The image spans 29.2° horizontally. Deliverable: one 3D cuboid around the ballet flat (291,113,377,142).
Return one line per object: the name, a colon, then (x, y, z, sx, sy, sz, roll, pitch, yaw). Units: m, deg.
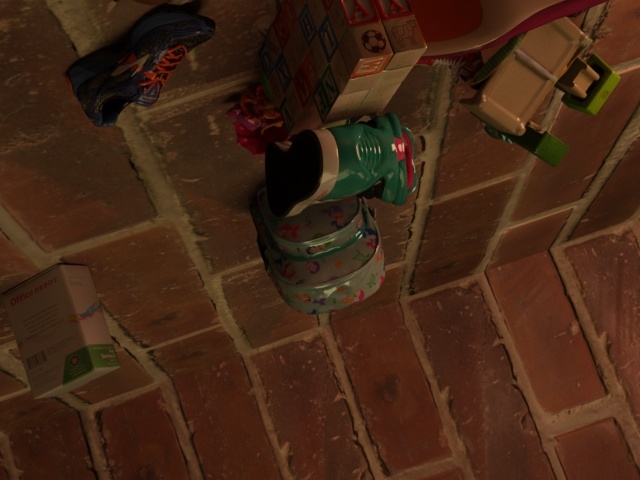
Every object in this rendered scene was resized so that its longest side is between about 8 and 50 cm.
ballet flat: (0.015, -0.181, 2.028, 0.173, 0.049, 0.057, -25, 120, 17)

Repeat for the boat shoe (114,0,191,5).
boat shoe: (-0.168, -0.309, 1.154, 0.116, 0.123, 0.324, -14, 163, -13)

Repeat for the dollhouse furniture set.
dollhouse furniture set: (0.315, -0.270, 1.945, 0.301, 0.151, 0.197, 24, 103, -52)

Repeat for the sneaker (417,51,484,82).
sneaker: (0.194, -0.270, 1.862, 0.118, 0.067, 0.042, -16, 165, -17)

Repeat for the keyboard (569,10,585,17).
keyboard: (0.432, -0.386, 1.838, 0.180, 0.023, 0.108, -30, 162, 32)

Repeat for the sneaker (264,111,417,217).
sneaker: (0.036, -0.100, 1.631, 0.178, 0.123, 0.295, -4, 179, -17)

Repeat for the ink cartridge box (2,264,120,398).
ink cartridge box: (-0.485, 0.169, 2.295, 0.154, 0.212, 0.093, -27, 167, 23)

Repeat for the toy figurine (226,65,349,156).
toy figurine: (-0.073, -0.183, 1.789, 0.173, 0.130, 0.159, 25, 148, -39)

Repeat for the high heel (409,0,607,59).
high heel: (0.261, -0.320, 1.675, 0.377, 0.127, 0.181, -17, 172, 9)

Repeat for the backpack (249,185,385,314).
backpack: (0.000, 0.000, 2.236, 0.225, 0.253, 0.191, -17, 146, -4)

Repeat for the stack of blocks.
stack of blocks: (0.018, -0.238, 1.546, 0.087, 0.171, 0.297, -14, 165, -21)

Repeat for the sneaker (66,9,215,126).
sneaker: (-0.212, -0.210, 1.512, 0.221, 0.087, 0.083, -28, 164, 29)

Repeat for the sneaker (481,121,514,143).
sneaker: (0.339, -0.207, 2.260, 0.065, 0.076, 0.166, -19, 166, 1)
